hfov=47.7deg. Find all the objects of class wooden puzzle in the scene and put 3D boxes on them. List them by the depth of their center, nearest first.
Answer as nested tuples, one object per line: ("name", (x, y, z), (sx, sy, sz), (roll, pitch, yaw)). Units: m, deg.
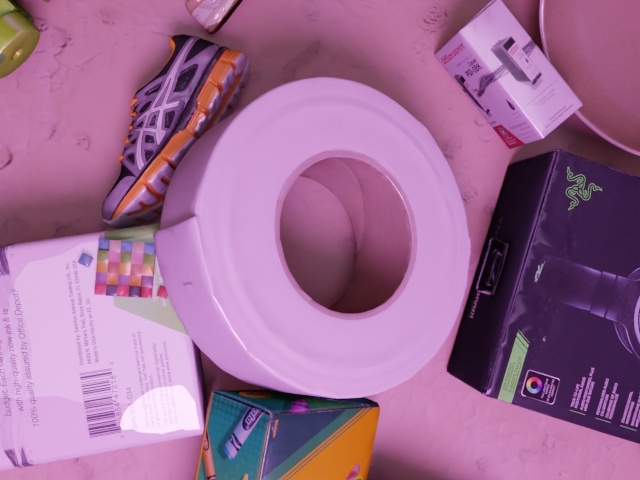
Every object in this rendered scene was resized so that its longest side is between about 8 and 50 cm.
("wooden puzzle", (-0.171, 0.025, 0.635), (0.083, 0.006, 0.049), (4, 88, -9))

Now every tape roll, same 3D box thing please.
("tape roll", (0.000, 0.000, 0.666), (0.286, 0.100, 0.286), (4, 81, -31))

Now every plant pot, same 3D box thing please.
("plant pot", (0.388, -0.238, 0.702), (0.191, 0.284, 0.284), (-30, 95, -41))

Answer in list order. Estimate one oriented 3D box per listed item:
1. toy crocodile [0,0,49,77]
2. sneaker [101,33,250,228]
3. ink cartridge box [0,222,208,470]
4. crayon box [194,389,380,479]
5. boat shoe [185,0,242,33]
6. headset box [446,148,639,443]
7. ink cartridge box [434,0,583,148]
("toy crocodile", (-0.289, -0.263, 0.694), (0.115, 0.105, 0.341), (39, 91, -6))
("sneaker", (-0.157, -0.108, 0.719), (0.083, 0.084, 0.215), (31, 84, 7))
("ink cartridge box", (-0.257, 0.099, 0.685), (0.272, 0.115, 0.199), (-8, 91, -7))
("crayon box", (-0.044, 0.283, 0.685), (0.165, 0.081, 0.279), (12, 89, -51))
("boat shoe", (-0.085, -0.275, 0.734), (0.045, 0.050, 0.135), (38, 86, -11))
("headset box", (0.291, 0.063, 0.740), (0.283, 0.131, 0.247), (18, 88, -6))
("ink cartridge box", (0.188, -0.167, 0.742), (0.056, 0.099, 0.135), (-40, 94, -4))
